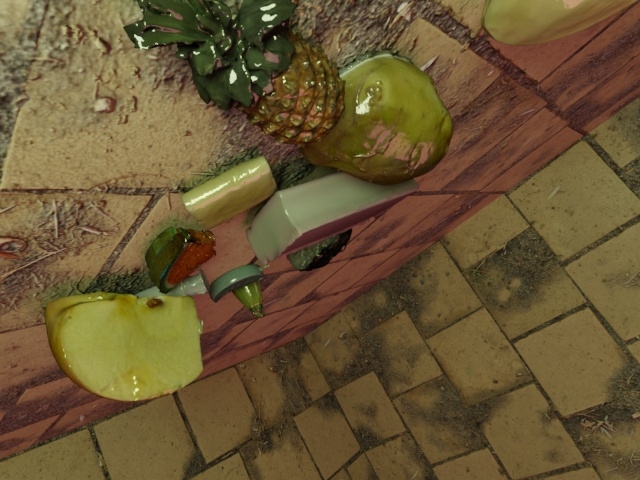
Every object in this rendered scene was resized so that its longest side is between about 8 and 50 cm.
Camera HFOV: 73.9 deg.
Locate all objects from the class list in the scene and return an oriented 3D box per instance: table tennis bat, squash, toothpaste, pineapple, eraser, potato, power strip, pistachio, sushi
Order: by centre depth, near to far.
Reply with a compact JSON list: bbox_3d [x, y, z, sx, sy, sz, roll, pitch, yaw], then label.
[{"bbox_3d":[-0.082,-0.228,0.526,0.170,0.141,0.310,-32,156,24],"label":"pineapple"},{"bbox_3d":[0.392,-0.422,0.632,0.318,0.214,0.193,-35,-159,32],"label":"pistachio"},{"bbox_3d":[0.118,-0.203,0.813,0.300,0.196,0.246,-18,158,-31],"label":"potato"},{"bbox_3d":[0.023,-0.078,1.051,0.359,0.122,0.272,-24,173,-29],"label":"eraser"},{"bbox_3d":[-0.106,-0.093,1.057,0.087,0.013,0.156,-10,155,-47],"label":"table tennis bat"},{"bbox_3d":[-0.448,0.157,1.129,0.300,0.073,0.114,-20,164,-5],"label":"toothpaste"},{"bbox_3d":[0.000,0.000,1.309,0.225,0.124,0.127,-47,158,29],"label":"sushi"},{"bbox_3d":[-0.260,0.129,1.382,0.216,0.044,0.137,-25,162,-15],"label":"power strip"},{"bbox_3d":[-0.239,0.214,1.507,0.105,0.132,0.105,-28,165,-8],"label":"squash"}]

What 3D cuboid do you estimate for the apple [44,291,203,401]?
[{"bbox_3d":[-0.455,0.229,0.990,0.309,0.314,0.252,1,113,-40],"label":"apple"}]

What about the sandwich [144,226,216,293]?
[{"bbox_3d":[-0.318,0.026,0.955,0.159,0.079,0.235,-34,170,-24],"label":"sandwich"}]

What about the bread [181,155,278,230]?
[{"bbox_3d":[-0.176,-0.096,0.849,0.178,0.060,0.139,-28,164,-8],"label":"bread"}]
